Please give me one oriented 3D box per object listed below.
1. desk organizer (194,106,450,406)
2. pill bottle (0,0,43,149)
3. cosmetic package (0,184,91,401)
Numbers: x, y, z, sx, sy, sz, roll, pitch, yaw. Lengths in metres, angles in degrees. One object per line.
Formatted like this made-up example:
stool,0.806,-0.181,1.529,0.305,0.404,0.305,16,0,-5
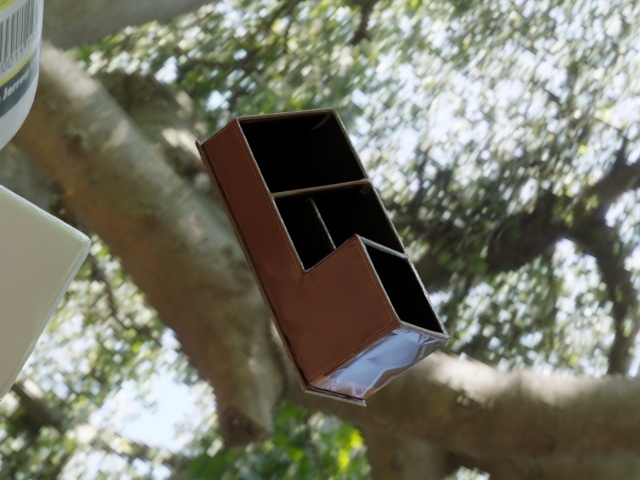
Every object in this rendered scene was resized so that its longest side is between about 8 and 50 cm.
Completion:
desk organizer,0.000,0.000,0.652,0.050,0.047,0.130,-37,-120,21
pill bottle,-0.196,-0.194,0.586,0.188,0.188,0.334,20,-52,12
cosmetic package,-0.427,-0.016,1.118,0.453,0.230,0.161,33,-15,-17
